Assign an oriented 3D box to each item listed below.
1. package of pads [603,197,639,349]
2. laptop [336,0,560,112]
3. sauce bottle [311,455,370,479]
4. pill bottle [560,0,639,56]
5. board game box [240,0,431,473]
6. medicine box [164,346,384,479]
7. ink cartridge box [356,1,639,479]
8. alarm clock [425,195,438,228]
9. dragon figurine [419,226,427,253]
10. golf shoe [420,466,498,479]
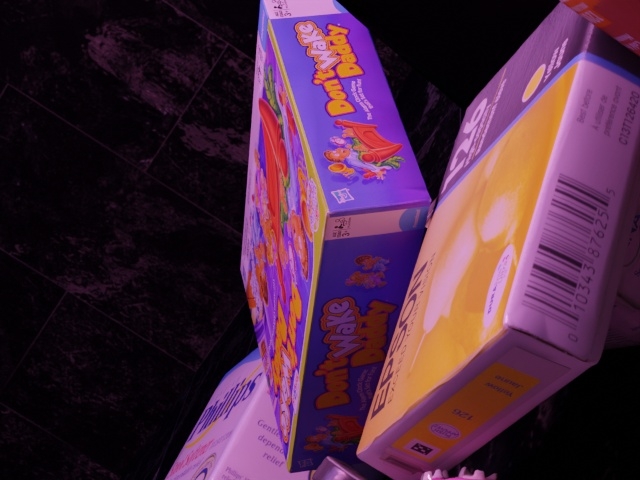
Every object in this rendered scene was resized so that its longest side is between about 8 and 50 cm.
[{"bbox_3d":[0.241,-0.063,0.987,0.297,0.101,0.229,-60,7,-13],"label":"package of pads"},{"bbox_3d":[0.228,-0.289,1.174,0.382,0.236,0.408,-39,12,17],"label":"laptop"},{"bbox_3d":[-0.058,0.341,1.172,0.344,0.111,0.111,-58,8,-2],"label":"sauce bottle"},{"bbox_3d":[0.245,-0.131,0.797,0.121,0.216,0.121,-55,7,11],"label":"pill bottle"},{"bbox_3d":[0.000,0.000,1.179,0.347,0.078,0.233,98,161,-49],"label":"board game box"},{"bbox_3d":[-0.061,0.251,1.409,0.289,0.149,0.263,-62,9,-28],"label":"medicine box"},{"bbox_3d":[0.112,0.001,0.928,0.307,0.072,0.304,-48,19,56],"label":"ink cartridge box"},{"bbox_3d":[0.139,-0.001,1.496,0.129,0.064,0.192,-62,7,-33],"label":"alarm clock"},{"bbox_3d":[0.091,0.043,1.318,0.085,0.144,0.289,-57,8,-7],"label":"dragon figurine"},{"bbox_3d":[0.062,0.243,0.916,0.306,0.115,0.140,130,154,-55],"label":"golf shoe"}]
